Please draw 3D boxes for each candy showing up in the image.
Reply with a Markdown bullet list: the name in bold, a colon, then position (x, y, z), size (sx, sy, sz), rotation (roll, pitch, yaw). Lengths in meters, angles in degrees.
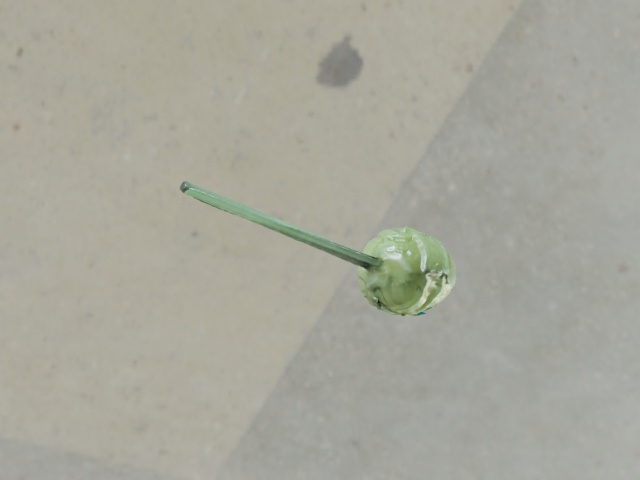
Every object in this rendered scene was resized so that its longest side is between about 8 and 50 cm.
- **candy**: position (0.000, 0.000, 1.342), size (0.335, 0.093, 0.092), rotation (21, 111, -41)
